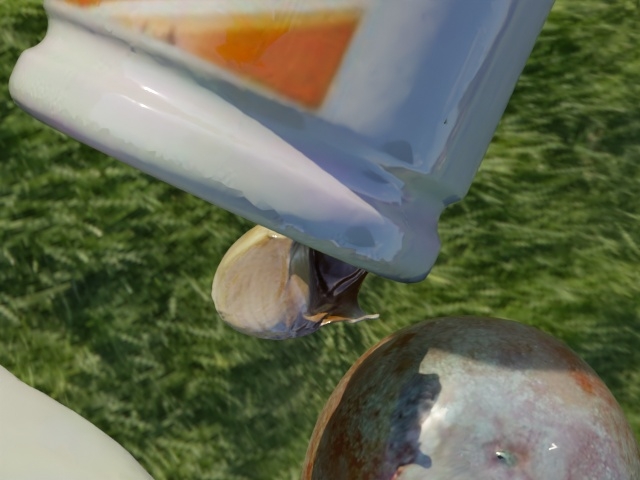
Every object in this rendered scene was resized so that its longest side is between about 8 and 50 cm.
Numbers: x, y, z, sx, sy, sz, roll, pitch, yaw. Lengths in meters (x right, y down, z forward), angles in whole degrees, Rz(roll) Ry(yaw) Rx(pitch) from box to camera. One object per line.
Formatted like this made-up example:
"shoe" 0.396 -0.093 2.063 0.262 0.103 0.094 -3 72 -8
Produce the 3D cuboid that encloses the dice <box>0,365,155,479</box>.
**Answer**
"dice" -0.170 0.189 0.420 0.259 0.251 0.243 26 121 7

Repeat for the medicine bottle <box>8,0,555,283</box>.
"medicine bottle" 0.019 -0.161 0.599 0.202 0.202 0.316 24 91 -19

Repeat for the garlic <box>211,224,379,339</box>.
"garlic" -0.004 0.008 1.089 0.174 0.124 0.099 -41 116 -43

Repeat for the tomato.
"tomato" 0.137 0.227 1.245 0.316 0.282 0.317 2 71 -5
